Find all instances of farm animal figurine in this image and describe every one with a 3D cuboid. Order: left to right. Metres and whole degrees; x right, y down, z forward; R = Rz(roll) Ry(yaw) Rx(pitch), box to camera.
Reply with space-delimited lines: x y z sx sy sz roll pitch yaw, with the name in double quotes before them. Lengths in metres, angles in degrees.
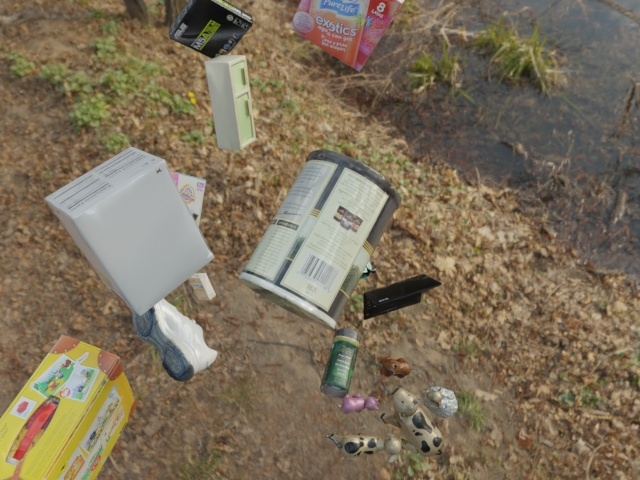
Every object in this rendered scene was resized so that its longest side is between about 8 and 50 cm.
"farm animal figurine" 0.224 0.504 1.483 0.327 0.172 0.330 39 68 -13

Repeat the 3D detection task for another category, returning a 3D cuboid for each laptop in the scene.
"laptop" 0.280 0.218 1.849 0.235 0.264 0.136 -16 48 -10

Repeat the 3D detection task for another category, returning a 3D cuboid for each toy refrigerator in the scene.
"toy refrigerator" -0.272 -0.425 1.635 0.094 0.269 0.102 9 32 22

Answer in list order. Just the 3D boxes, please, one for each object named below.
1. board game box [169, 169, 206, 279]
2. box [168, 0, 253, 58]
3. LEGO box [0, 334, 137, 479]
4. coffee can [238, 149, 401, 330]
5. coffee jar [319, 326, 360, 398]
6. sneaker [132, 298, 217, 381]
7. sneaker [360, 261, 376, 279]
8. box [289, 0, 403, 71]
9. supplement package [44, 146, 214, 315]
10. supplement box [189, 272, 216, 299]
"board game box" -0.440 -0.041 1.527 0.064 0.242 0.316 10 91 17
"box" -0.333 -0.649 1.601 0.191 0.184 0.045 -32 57 38
"LEGO box" -0.744 0.583 1.467 0.193 0.372 0.500 19 52 5
"coffee can" 0.000 0.000 0.987 0.202 0.201 0.275 23 76 26
"coffee jar" 0.058 0.341 1.482 0.079 0.096 0.184 17 57 0
"sneaker" -0.392 0.239 1.395 0.297 0.111 0.129 50 30 20
"sneaker" 0.122 0.023 1.730 0.094 0.255 0.151 -19 51 0
"box" 0.083 -0.459 0.906 0.142 0.154 0.299 30 54 -8
"supplement package" -0.379 -0.020 1.081 0.145 0.261 0.204 22 53 41
"supplement box" -0.429 0.168 1.914 0.062 0.098 0.036 -5 26 36
